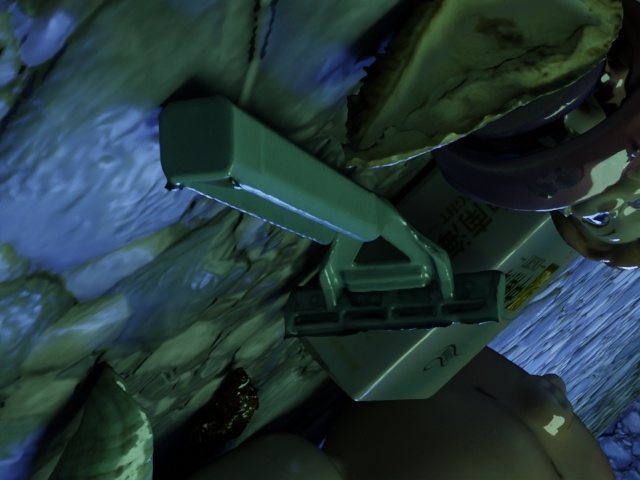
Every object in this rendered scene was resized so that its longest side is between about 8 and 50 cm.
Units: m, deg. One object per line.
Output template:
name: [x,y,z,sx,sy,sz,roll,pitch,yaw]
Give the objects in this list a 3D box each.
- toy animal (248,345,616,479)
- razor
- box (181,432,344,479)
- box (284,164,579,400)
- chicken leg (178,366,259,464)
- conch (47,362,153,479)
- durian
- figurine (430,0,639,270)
toy animal: [0.061,0.206,1.045,0.326,0.237,0.269,-46,174,24]
razor: [0.000,-0.011,0.606,0.111,0.056,0.278,-5,164,16]
box: [-0.062,0.184,0.854,0.146,0.088,0.200,-28,170,-32]
box: [0.105,-0.013,0.799,0.243,0.067,0.155,-46,161,11]
chicken leg: [-0.053,0.096,0.804,0.036,0.021,0.083,-8,144,-46]
conch: [-0.127,0.188,0.667,0.234,0.137,0.114,-47,180,38]
durian: [0.058,-0.068,0.565,0.130,0.066,0.052,-29,161,-10]
figurine: [0.125,-0.051,0.654,0.126,0.114,0.157,-32,149,27]
